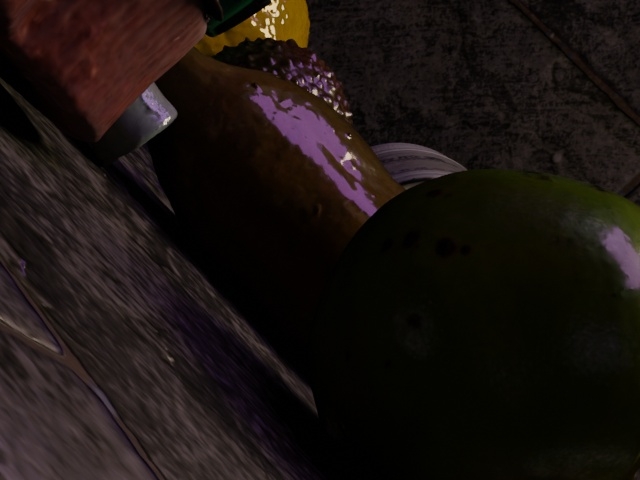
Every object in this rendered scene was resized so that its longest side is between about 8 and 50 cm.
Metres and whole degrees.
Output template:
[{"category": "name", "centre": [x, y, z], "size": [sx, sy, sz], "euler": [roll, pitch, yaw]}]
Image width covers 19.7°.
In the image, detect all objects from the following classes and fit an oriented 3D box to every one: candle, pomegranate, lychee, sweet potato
[{"category": "candle", "centre": [-0.208, -0.191, 0.953], "size": [0.287, 0.131, 0.317], "euler": [42, -9, 19]}, {"category": "pomegranate", "centre": [0.109, 0.105, 1.024], "size": [0.236, 0.236, 0.302], "euler": [44, 38, -52]}, {"category": "lychee", "centre": [-0.050, -0.098, 1.562], "size": [0.171, 0.171, 0.171], "euler": [47, 3, -3]}, {"category": "sweet potato", "centre": [0.000, 0.000, 1.257], "size": [0.369, 0.158, 0.158], "euler": [40, 4, -9]}]

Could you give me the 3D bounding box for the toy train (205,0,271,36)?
[{"category": "toy train", "centre": [-0.084, -0.199, 1.160], "size": [0.136, 0.091, 0.228], "euler": [52, 0, -3]}]

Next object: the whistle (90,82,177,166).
[{"category": "whistle", "centre": [-0.212, -0.203, 1.148], "size": [0.346, 0.133, 0.142], "euler": [57, -2, -10]}]

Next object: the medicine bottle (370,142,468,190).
[{"category": "medicine bottle", "centre": [0.082, 0.017, 1.666], "size": [0.190, 0.190, 0.332], "euler": [47, 3, -8]}]

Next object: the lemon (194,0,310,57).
[{"category": "lemon", "centre": [-0.106, -0.194, 1.713], "size": [0.192, 0.192, 0.231], "euler": [48, -14, 7]}]
